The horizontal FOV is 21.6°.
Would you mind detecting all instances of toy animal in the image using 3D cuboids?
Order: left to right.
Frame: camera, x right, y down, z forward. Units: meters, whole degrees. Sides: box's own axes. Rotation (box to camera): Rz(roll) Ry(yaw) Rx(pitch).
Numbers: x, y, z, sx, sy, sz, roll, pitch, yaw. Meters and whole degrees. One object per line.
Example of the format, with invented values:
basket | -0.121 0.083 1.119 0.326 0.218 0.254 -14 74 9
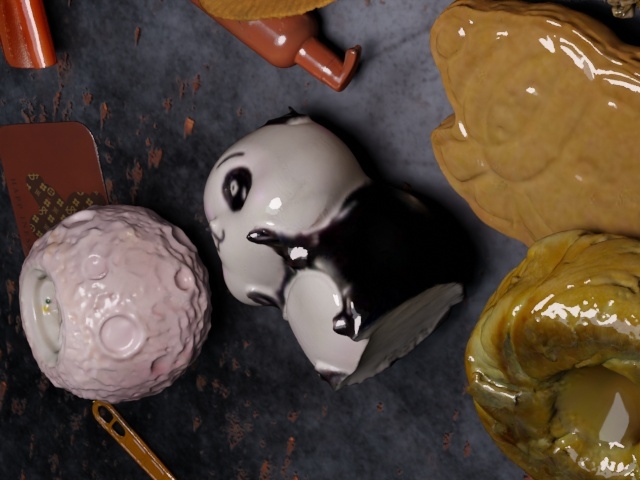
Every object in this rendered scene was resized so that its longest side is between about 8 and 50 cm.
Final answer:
toy animal | 0.000 0.000 1.980 0.310 0.251 0.251 50 129 18

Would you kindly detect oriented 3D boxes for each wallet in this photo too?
wallet | -0.402 -0.324 2.175 0.142 0.045 0.204 15 121 58

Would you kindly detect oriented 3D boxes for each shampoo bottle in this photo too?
shampoo bottle | -0.060 -0.261 1.984 0.244 0.085 0.085 37 126 14

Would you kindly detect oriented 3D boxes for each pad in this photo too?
pad | -0.357 -0.035 2.325 0.181 0.004 0.267 0 111 33

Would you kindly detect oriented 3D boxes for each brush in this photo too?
brush | -0.219 0.343 2.397 0.314 0.017 0.090 46 128 8

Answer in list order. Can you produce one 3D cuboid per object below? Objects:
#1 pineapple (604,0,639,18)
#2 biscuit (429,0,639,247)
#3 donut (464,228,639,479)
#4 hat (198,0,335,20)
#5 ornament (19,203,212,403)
pineapple | 0.253 -0.315 1.617 0.344 0.209 0.286 9 113 54
biscuit | 0.256 -0.110 1.824 0.351 0.057 0.312 34 137 17
donut | 0.337 0.147 1.830 0.360 0.170 0.360 18 137 18
hat | -0.068 -0.408 1.905 0.244 0.233 0.233 -47 55 26
ornament | -0.257 0.077 2.166 0.259 0.225 0.259 23 117 56
